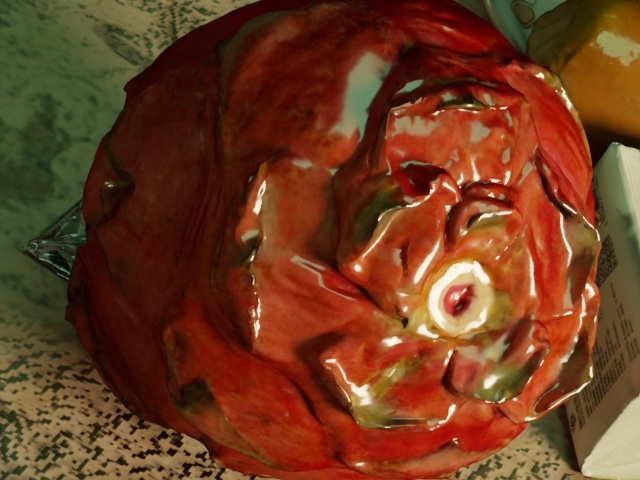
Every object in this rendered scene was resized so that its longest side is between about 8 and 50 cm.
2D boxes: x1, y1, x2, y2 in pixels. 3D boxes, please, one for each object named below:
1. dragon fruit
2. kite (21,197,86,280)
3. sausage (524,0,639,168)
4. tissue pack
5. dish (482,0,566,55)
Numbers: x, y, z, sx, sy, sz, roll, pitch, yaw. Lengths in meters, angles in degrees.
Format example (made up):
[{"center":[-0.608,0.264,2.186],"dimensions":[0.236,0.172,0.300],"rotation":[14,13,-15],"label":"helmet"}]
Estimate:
[{"center":[0.009,0.001,0.788],"dimensions":[0.241,0.252,0.241],"rotation":[3,72,-8],"label":"dragon fruit"},{"center":[-0.078,0.006,0.914],"dimensions":[0.157,0.011,0.139],"rotation":[-1,54,-25],"label":"kite"},{"center":[0.235,-0.048,1.034],"dimensions":[0.274,0.105,0.105],"rotation":[32,43,-15],"label":"sausage"},{"center":[0.184,0.041,0.942],"dimensions":[0.099,0.106,0.148],"rotation":[10,48,-18],"label":"tissue pack"},{"center":[0.191,-0.155,1.117],"dimensions":[0.229,0.081,0.229],"rotation":[1,88,-19],"label":"dish"}]
